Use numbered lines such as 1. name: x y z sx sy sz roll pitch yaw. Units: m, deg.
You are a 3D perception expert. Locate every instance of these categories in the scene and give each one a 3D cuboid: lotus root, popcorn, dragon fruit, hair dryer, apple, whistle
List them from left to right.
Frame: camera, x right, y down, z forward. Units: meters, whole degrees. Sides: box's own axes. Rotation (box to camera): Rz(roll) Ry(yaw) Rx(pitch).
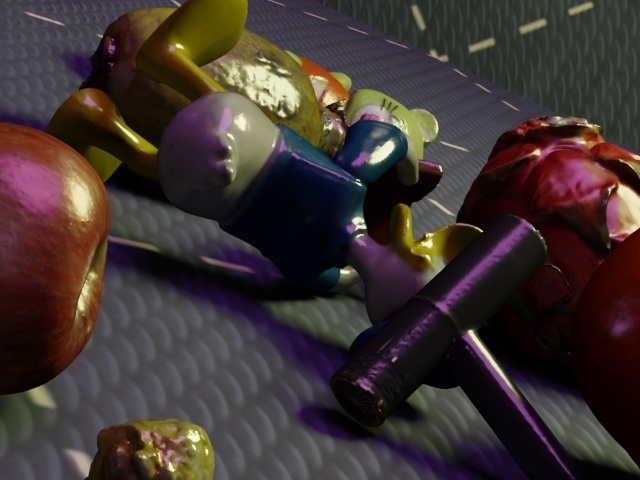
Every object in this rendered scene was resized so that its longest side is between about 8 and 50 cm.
1. apple: -0.177 0.008 0.871 0.131 0.146 0.146 15 13 4
2. popcorn: -0.075 0.118 0.790 0.059 0.068 0.083 49 -4 42
3. lotus root: -0.076 -0.105 1.431 0.278 0.154 0.154 18 15 -33
4. whistle: -0.016 -0.116 1.618 0.288 0.131 0.106 27 -23 -1
5. hair dryer: 0.133 0.098 1.081 0.195 0.173 0.050 41 -23 11
6. dragon fruit: 0.217 0.018 1.394 0.193 0.192 0.274 -17 69 -12

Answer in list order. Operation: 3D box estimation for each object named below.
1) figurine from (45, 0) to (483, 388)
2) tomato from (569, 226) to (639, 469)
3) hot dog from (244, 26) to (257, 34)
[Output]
1. figurine: 0.000 0.000 1.239 0.338 0.204 0.283 48 18 32
2. tomato: 0.318 0.093 1.110 0.298 0.226 0.298 40 3 -3
3. hot dog: -0.109 -0.172 1.738 0.227 0.099 0.160 12 17 -30
